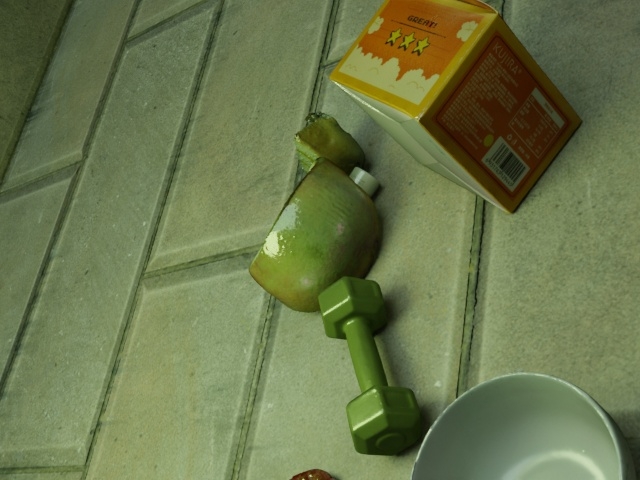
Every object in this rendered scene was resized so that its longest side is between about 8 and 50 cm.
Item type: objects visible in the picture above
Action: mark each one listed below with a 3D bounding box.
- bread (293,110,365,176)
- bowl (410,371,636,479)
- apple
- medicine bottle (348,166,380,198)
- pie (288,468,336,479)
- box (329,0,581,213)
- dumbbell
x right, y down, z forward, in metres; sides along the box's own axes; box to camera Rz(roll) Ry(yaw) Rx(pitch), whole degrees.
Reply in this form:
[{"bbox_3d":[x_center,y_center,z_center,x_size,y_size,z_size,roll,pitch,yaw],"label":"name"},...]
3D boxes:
[{"bbox_3d":[0.024,-0.163,1.694,0.110,0.156,0.103,27,73,30],"label":"bread"},{"bbox_3d":[0.264,0.321,1.105,0.287,0.144,0.287,-24,48,30],"label":"bowl"},{"bbox_3d":[0.000,0.000,1.567,0.193,0.120,0.265,33,90,8],"label":"apple"},{"bbox_3d":[0.024,-0.027,1.656,0.231,0.059,0.059,-55,39,-3],"label":"medicine bottle"},{"bbox_3d":[-0.026,0.431,1.395,0.154,0.036,0.154,-25,47,29],"label":"pie"},{"bbox_3d":[0.219,-0.234,1.438,0.214,0.283,0.259,-51,40,1],"label":"box"},{"bbox_3d":[0.074,0.193,1.410,0.302,0.121,0.108,-107,33,-44],"label":"dumbbell"}]
